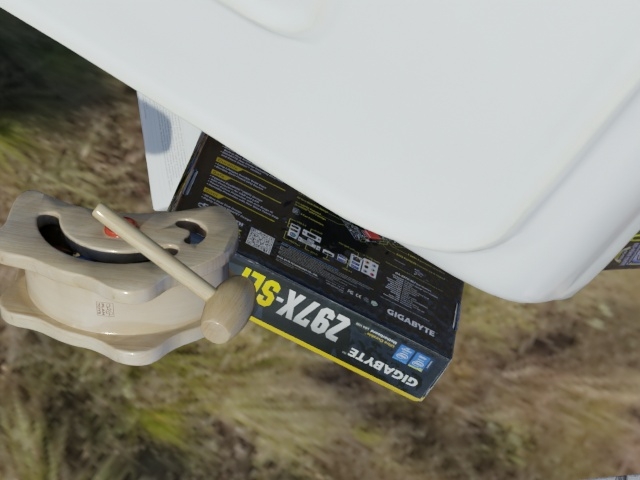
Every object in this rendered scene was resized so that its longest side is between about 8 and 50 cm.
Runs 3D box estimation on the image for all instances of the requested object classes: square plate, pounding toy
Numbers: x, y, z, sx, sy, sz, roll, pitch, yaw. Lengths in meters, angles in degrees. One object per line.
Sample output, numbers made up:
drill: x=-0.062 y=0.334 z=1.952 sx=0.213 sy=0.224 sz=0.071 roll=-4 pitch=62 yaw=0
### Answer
square plate: x=-0.026 y=-0.115 z=0.411 sx=0.049 sy=0.344 sz=0.347 roll=-59 pitch=179 yaw=-25
pounding toy: x=-0.154 y=-0.001 z=1.267 sx=0.154 sy=0.270 sz=0.154 roll=-45 pitch=143 yaw=-48

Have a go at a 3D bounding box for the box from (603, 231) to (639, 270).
box: x=0.212 y=-0.143 z=0.988 sx=0.060 sy=0.270 sz=0.216 roll=-4 pitch=157 yaw=-5

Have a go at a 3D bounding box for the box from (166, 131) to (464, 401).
box: x=0.000 y=0.000 z=1.581 sx=0.322 sy=0.257 sz=0.079 roll=27 pitch=126 yaw=-9

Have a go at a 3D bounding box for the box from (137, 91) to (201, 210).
box: x=-0.122 y=-0.134 z=1.912 sx=0.181 sy=0.119 sz=0.181 roll=1 pitch=76 yaw=-44

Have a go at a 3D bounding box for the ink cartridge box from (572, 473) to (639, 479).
ink cartridge box: x=0.144 y=0.133 z=0.681 sx=0.048 sy=0.083 sz=0.028 roll=-83 pitch=162 yaw=-55
